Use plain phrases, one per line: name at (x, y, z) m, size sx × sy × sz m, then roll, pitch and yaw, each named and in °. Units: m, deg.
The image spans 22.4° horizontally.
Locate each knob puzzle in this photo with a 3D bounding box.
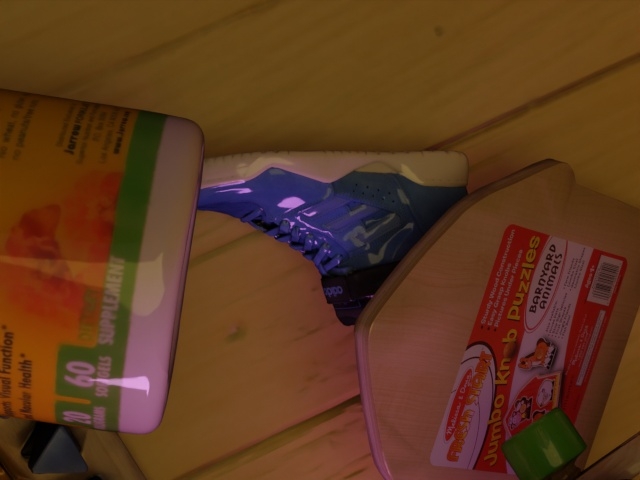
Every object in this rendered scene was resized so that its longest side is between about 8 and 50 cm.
knob puzzle at (0.080, 0.050, 0.790) m, size 0.213 × 0.030 × 0.213 m, roll -17°, pitch 117°, yaw -38°

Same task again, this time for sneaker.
sneaker at (0.000, 0.000, 0.775) m, size 0.152 × 0.058 × 0.084 m, roll -1°, pitch 90°, yaw -21°

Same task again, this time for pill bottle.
pill bottle at (-0.178, -0.002, 0.678) m, size 0.246 × 0.136 × 0.136 m, roll 8°, pitch 96°, yaw -3°

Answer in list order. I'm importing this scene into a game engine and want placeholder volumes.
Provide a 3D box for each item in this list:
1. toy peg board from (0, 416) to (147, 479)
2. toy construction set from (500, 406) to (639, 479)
toy peg board at (-0.158, 0.139, 0.744) m, size 0.161 × 0.079 × 0.161 m, roll -32°, pitch 105°, yaw -8°
toy construction set at (0.127, 0.210, 0.789) m, size 0.309 × 0.257 × 0.237 m, roll -38°, pitch 88°, yaw 16°
